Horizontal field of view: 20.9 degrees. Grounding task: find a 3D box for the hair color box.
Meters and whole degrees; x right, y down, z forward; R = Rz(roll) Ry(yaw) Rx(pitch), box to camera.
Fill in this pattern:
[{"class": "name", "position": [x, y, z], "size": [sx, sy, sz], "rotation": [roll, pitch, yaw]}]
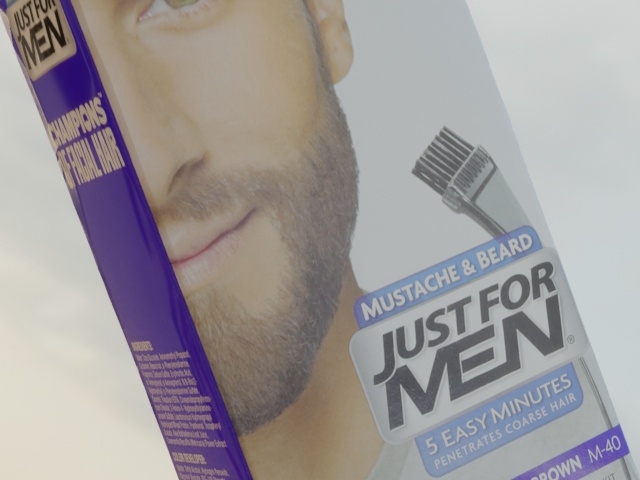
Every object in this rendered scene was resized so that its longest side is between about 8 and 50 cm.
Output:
[{"class": "hair color box", "position": [0.000, 0.000, 0.806], "size": [0.110, 0.185, 0.339], "rotation": [-15, -83, 67]}]
